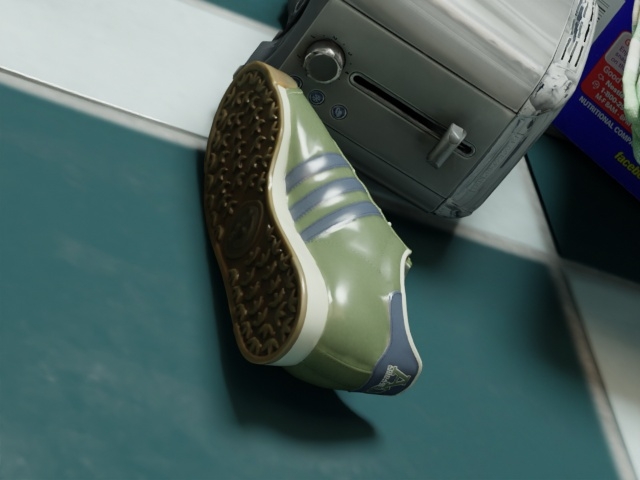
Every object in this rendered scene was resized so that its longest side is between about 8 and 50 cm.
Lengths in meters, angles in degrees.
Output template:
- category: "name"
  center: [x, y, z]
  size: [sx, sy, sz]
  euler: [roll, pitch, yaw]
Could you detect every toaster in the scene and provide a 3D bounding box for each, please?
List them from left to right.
- category: "toaster"
  center: [0.058, -0.113, 1.071]
  size: [0.146, 0.129, 0.227]
  euler: [36, 30, -6]

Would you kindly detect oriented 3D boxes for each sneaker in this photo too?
- category: "sneaker"
  center: [0.000, 0.000, 0.932]
  size: [0.086, 0.064, 0.192]
  euler: [26, 33, -29]

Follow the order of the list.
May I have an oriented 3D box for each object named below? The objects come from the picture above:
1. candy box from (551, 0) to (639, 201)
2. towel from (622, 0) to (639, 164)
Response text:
- category: "candy box"
  center: [0.277, -0.117, 1.279]
  size: [0.268, 0.122, 0.317]
  euler: [42, 32, 10]
- category: "towel"
  center: [0.281, -0.096, 1.115]
  size: [0.247, 0.038, 0.325]
  euler: [28, 38, -10]
